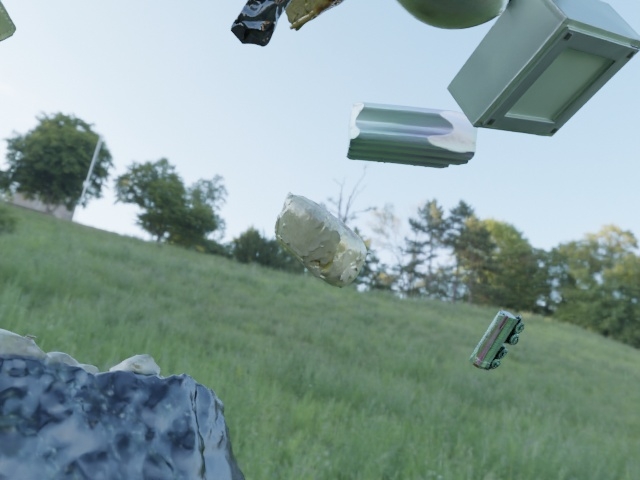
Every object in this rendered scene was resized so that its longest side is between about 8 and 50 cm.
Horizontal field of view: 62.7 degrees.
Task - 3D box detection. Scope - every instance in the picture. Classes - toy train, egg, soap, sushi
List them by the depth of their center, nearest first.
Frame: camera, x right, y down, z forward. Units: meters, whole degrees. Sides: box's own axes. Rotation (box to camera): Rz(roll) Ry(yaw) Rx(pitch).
[{"bbox_3d":[-0.198,0.182,0.362,0.211,0.171,0.350,-34,-39,26],"label":"sushi"},{"bbox_3d":[0.138,-0.295,0.576,0.152,0.114,0.114,30,-21,-5],"label":"egg"},{"bbox_3d":[0.389,0.221,1.153,0.071,0.148,0.038,21,15,-23],"label":"toy train"},{"bbox_3d":[0.251,-0.290,1.475,0.347,0.115,0.208,6,-8,1],"label":"soap"}]

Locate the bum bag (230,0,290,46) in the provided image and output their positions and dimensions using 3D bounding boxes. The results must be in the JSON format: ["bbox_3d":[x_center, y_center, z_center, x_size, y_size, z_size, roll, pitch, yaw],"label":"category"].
[{"bbox_3d":[-0.111,-0.499,1.105,0.087,0.197,0.049,30,1,-21],"label":"bum bag"}]

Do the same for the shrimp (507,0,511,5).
[{"bbox_3d":[0.401,-0.507,0.901,0.410,0.166,0.221,-28,-41,-10],"label":"shrimp"}]

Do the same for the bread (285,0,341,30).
[{"bbox_3d":[0.044,-0.631,1.266,0.275,0.185,0.114,-18,-64,37],"label":"bread"}]

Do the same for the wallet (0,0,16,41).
[{"bbox_3d":[-0.447,-0.297,0.612,0.039,0.110,0.155,42,-22,43],"label":"wallet"}]

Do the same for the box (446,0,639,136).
[{"bbox_3d":[0.389,-0.302,0.921,0.225,0.117,0.225,-3,-34,-32],"label":"box"}]

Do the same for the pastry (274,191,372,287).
[{"bbox_3d":[0.000,0.000,0.802,0.166,0.088,0.166,38,3,-3],"label":"pastry"}]
